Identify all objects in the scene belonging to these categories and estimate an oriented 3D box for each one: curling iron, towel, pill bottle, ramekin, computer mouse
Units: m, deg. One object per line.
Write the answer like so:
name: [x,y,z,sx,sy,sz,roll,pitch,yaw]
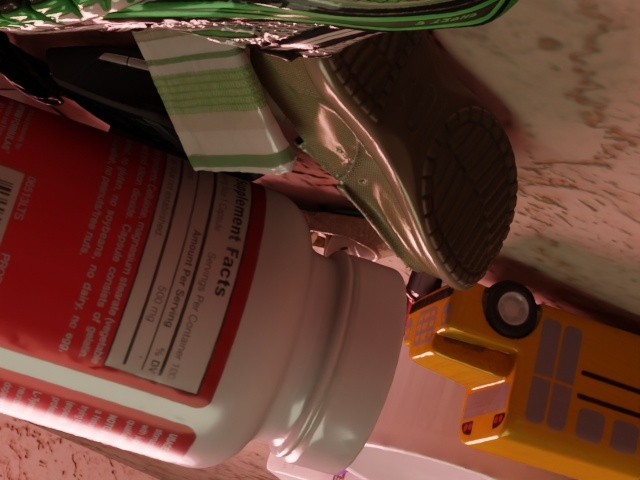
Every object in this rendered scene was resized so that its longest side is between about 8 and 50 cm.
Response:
curling iron: [0.079,0.041,1.260,0.068,0.035,0.274,20,162,-2]
towel: [-0.072,-0.112,0.856,0.113,0.023,0.152,6,124,54]
pill bottle: [-0.152,0.040,1.073,0.408,0.229,0.229,19,162,-12]
ramekin: [0.156,0.208,1.508,0.277,0.135,0.277,17,161,6]
computer mouse: [-0.156,-0.128,0.977,0.262,0.060,0.184,21,170,32]

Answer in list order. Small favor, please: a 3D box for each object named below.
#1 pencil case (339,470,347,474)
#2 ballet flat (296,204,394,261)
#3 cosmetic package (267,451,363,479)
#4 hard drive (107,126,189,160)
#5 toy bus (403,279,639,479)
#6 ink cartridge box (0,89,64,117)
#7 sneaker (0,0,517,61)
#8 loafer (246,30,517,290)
pencil case: [-0.012,0.219,1.767,0.104,0.104,0.236,8,158,30]
ballet flat: [0.000,0.000,1.193,0.168,0.052,0.057,11,161,22]
cosmetic package: [0.057,0.293,1.886,0.231,0.117,0.085,10,161,22]
hard drive: [-0.124,-0.054,1.208,0.094,0.022,0.135,14,161,13]
toy bus: [0.236,0.139,1.217,0.333,0.130,0.108,18,162,-15]
ink cartridge box: [-0.244,-0.062,1.239,0.104,0.061,0.181,5,156,36]
sneaker: [-0.052,-0.140,0.709,0.344,0.134,0.146,5,158,34]
loafer: [0.043,-0.070,0.888,0.092,0.102,0.268,17,152,42]
